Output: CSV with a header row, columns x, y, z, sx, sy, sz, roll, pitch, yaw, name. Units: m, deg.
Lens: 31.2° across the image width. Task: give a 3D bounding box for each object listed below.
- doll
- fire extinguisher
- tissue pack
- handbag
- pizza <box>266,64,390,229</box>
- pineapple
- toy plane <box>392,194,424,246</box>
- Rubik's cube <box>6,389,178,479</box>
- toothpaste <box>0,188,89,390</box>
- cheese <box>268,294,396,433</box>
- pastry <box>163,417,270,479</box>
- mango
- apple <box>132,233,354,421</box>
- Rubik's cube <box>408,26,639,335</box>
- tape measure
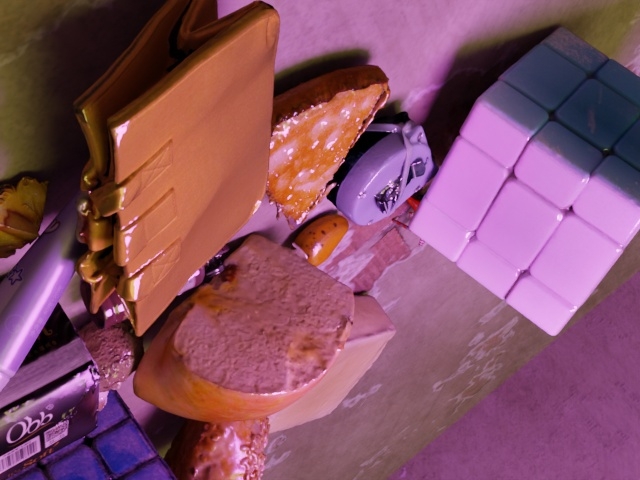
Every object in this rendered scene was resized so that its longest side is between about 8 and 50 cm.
x,y,z,sx,sy,sz,roll,pitch,yaw,name
-0.320,0.174,1.700,0.221,0.105,0.115,-39,131,16,doll
-0.231,0.042,1.677,0.252,0.106,0.075,-26,114,-29,fire extinguisher
-0.473,0.219,1.461,0.370,0.198,0.210,-25,149,-28,tissue pack
-0.178,-0.091,1.332,0.283,0.133,0.401,-55,166,-33,handbag
-0.003,-0.150,1.635,0.251,0.074,0.288,-36,156,-6,pizza
-0.375,-0.026,1.341,0.114,0.077,0.114,17,116,-46,pineapple
0.172,-0.057,2.050,0.194,0.126,0.077,32,73,-30,toy plane
-0.400,0.492,1.859,0.337,0.344,0.344,-28,151,-23,Rubik's cube
-0.325,0.035,1.377,0.371,0.080,0.125,-56,176,-12,toothpaste
-0.014,0.240,2.223,0.242,0.124,0.265,-3,139,-46,cheese
-0.187,0.402,2.098,0.161,0.255,0.311,24,118,-16,pastry
0.000,0.000,1.913,0.114,0.057,0.079,-37,148,-13,mango
-0.127,0.158,1.766,0.252,0.314,0.309,60,45,-27,apple
0.391,-0.101,1.886,0.322,0.316,0.319,-40,162,-43,Rubik's cube
0.095,-0.108,1.805,0.181,0.107,0.182,-45,158,-3,tape measure
